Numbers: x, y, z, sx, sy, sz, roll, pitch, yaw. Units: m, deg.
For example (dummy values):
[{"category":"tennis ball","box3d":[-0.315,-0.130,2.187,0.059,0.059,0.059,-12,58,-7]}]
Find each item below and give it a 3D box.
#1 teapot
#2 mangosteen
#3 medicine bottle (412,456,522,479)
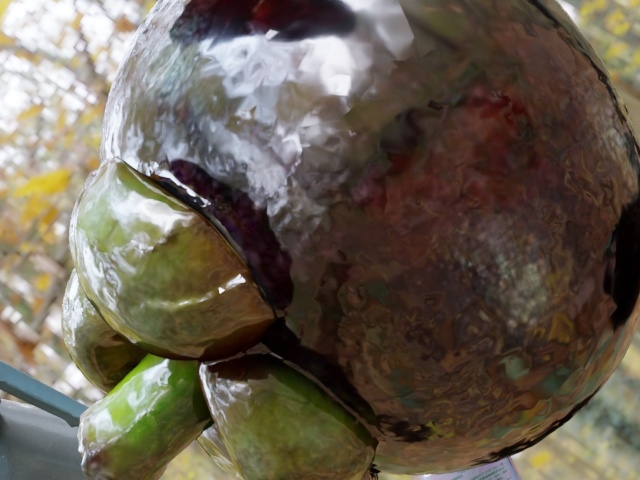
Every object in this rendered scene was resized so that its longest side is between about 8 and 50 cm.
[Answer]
[{"category":"teapot","box3d":[-0.263,0.189,1.262,0.203,0.225,0.171,-51,18,35]},{"category":"mangosteen","box3d":[0.009,-0.012,0.749,0.300,0.300,0.300,-46,-22,-25]},{"category":"medicine bottle","box3d":[0.136,0.219,1.470,0.094,0.188,0.119,-26,-7,-2]}]
